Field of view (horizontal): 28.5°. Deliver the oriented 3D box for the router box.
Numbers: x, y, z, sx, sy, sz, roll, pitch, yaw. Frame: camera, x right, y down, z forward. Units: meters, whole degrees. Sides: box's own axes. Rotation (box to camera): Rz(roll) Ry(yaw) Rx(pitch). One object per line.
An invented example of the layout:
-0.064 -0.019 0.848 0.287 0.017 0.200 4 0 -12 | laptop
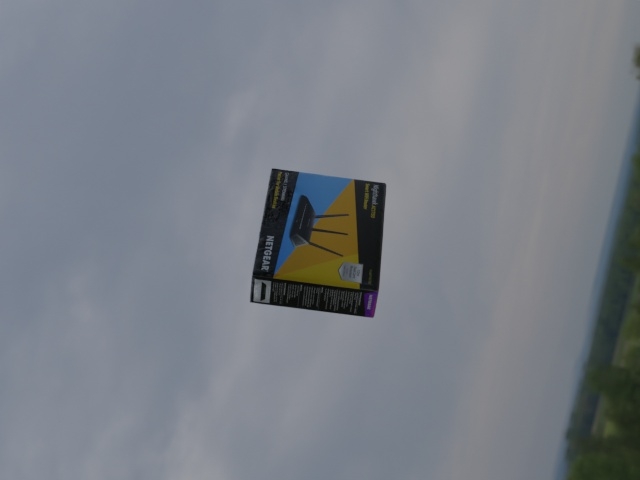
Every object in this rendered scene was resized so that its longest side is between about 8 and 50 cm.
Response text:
0.000 0.000 1.362 0.179 0.133 0.046 -83 1 -48 | router box
